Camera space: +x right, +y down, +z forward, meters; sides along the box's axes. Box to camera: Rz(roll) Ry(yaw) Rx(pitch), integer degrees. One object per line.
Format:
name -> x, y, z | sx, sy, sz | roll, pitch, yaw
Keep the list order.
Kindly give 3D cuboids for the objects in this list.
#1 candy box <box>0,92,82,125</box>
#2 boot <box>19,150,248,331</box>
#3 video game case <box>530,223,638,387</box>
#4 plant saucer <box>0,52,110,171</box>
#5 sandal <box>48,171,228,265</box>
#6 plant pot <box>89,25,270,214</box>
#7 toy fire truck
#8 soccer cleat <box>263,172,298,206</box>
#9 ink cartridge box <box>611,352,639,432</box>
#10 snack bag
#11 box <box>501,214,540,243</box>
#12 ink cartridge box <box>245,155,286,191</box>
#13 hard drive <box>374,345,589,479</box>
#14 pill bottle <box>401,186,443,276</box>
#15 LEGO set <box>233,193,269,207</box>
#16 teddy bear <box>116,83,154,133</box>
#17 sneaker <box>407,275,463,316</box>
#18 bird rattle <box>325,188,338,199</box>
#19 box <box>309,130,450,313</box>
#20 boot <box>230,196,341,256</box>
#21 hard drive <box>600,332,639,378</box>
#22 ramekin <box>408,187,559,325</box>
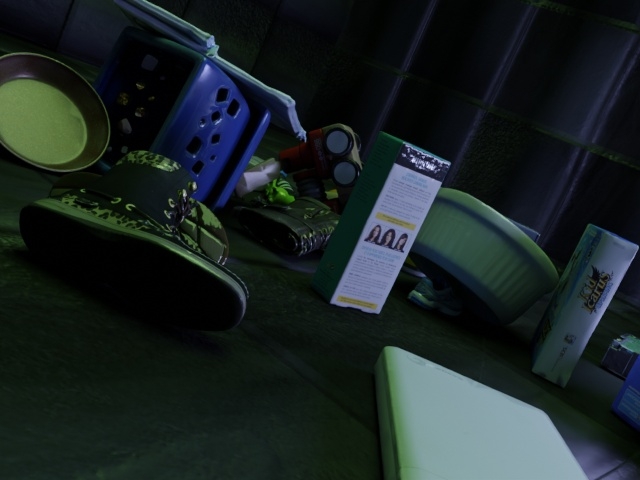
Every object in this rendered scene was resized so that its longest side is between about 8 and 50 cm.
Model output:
candy box -> -0.500, -0.208, 1.166 | 0.196, 0.070, 0.165 | 16, 13, -39
boot -> -0.155, -0.012, 0.756 | 0.236, 0.085, 0.178 | 22, 33, 9
video game case -> 0.431, 0.097, 1.242 | 0.061, 0.244, 0.269 | 25, 10, 13
plant saucer -> -0.409, -0.183, 1.092 | 0.198, 0.036, 0.198 | 24, 52, -34
sandal -> -0.212, -0.016, 0.873 | 0.219, 0.090, 0.060 | 15, -27, 1
plant pot -> -0.239, -0.185, 1.223 | 0.236, 0.236, 0.212 | 31, 5, 39
toy fire truck -> -0.031, -0.102, 1.478 | 0.246, 0.217, 0.158 | -13, 1, 16
soccer cleat -> -0.084, -0.102, 1.644 | 0.072, 0.060, 0.179 | 31, 14, -16
ink cartridge box -> 0.616, 0.275, 1.044 | 0.395, 0.151, 0.270 | 18, 11, -22
snack bag -> -0.172, -0.294, 1.283 | 0.342, 0.037, 0.323 | 31, -1, 3
box -> 0.329, 0.016, 1.606 | 0.233, 0.183, 0.059 | 27, 10, 13
ink cartridge box -> -0.169, -0.160, 1.714 | 0.104, 0.060, 0.180 | 29, 11, 25
hard drive -> 0.150, 0.196, 0.670 | 0.203, 0.040, 0.307 | 24, 11, -2
pill bottle -> 0.213, -0.024, 1.539 | 0.103, 0.184, 0.103 | 24, 10, -4
LEGO set -> -0.133, -0.084, 1.503 | 0.083, 0.023, 0.054 | 22, 10, -12
teddy bear -> -0.332, -0.266, 1.695 | 0.338, 0.113, 0.245 | 18, -2, -27
sneaker -> 0.212, 0.094, 1.288 | 0.135, 0.058, 0.052 | 15, 14, -45
bird rattle -> 0.073, -0.082, 1.714 | 0.207, 0.143, 0.253 | 10, 3, 16
box -> 0.082, -0.022, 1.048 | 0.100, 0.244, 0.060 | 17, 13, -38
boot -> 0.000, 0.000, 1.261 | 0.263, 0.091, 0.229 | 23, 15, 16
hard drive -> 0.732, 0.294, 1.444 | 0.339, 0.064, 0.237 | 30, 11, 27
ramekin -> 0.278, 0.040, 1.330 | 0.273, 0.127, 0.273 | 39, -6, 5
